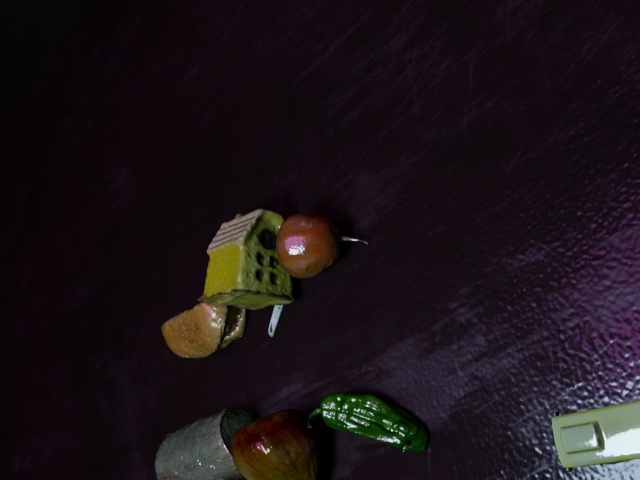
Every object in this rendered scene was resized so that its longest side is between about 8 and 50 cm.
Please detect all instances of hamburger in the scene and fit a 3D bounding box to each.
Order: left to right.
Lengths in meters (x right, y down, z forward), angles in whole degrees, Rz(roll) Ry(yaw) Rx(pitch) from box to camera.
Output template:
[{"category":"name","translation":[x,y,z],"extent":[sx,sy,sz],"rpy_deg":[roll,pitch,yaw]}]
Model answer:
[{"category":"hamburger","translation":[-0.302,0.229,1.793],"extent":[0.262,0.124,0.131],"rpy_deg":[-24,65,42]}]

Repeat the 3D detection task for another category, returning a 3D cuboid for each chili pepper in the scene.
[{"category":"chili pepper","translation":[0.092,0.353,1.384],"extent":[0.257,0.074,0.100],"rpy_deg":[5,68,41]}]

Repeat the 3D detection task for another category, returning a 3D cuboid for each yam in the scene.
[{"category":"yam","translation":[-0.251,0.495,1.652],"extent":[0.304,0.168,0.168],"rpy_deg":[-31,60,38]}]

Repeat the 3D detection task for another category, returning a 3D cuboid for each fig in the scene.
[{"category":"fig","translation":[-0.061,0.489,1.487],"extent":[0.190,0.190,0.290],"rpy_deg":[-16,107,44]}]

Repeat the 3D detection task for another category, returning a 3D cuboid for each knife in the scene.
[{"category":"knife","translation":[-0.090,0.130,1.673],"extent":[0.030,0.014,0.207],"rpy_deg":[24,100,47]}]

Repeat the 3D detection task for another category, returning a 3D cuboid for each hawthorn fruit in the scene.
[{"category":"hawthorn fruit","translation":[-0.012,-0.005,1.537],"extent":[0.189,0.149,0.149],"rpy_deg":[-34,56,10]}]

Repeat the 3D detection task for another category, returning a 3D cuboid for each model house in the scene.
[{"category":"model house","translation":[-0.173,0.037,1.649],"extent":[0.193,0.174,0.234],"rpy_deg":[-19,69,53]}]

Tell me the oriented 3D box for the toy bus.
[{"category":"toy bus","translation":[0.430,0.282,1.030],"extent":[0.175,0.101,0.088],"rpy_deg":[-27,63,42]}]
